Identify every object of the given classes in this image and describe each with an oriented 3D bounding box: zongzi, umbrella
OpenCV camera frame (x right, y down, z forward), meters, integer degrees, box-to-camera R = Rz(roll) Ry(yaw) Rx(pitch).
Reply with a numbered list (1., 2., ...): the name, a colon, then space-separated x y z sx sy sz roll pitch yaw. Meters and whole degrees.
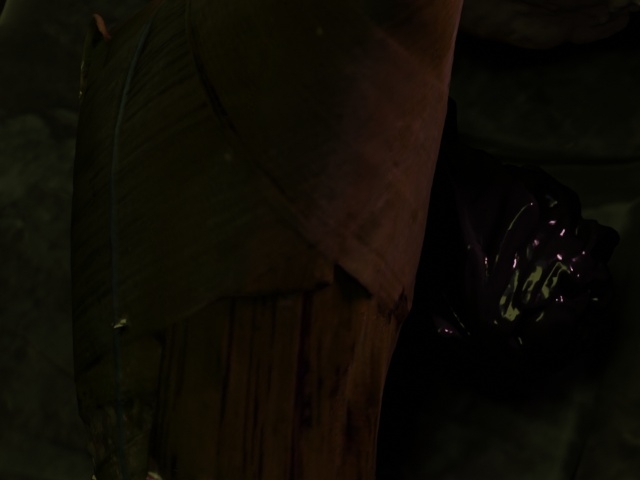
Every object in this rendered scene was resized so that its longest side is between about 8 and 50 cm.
1. zongzi: 0.000 0.000 0.905 0.360 0.160 0.322 -29 65 59
2. umbrella: 0.040 -0.039 1.100 0.118 0.118 0.340 -40 43 -6

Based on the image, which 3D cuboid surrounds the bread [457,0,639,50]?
1. bread: 0.103 -0.261 1.115 0.225 0.250 0.279 -27 47 28
